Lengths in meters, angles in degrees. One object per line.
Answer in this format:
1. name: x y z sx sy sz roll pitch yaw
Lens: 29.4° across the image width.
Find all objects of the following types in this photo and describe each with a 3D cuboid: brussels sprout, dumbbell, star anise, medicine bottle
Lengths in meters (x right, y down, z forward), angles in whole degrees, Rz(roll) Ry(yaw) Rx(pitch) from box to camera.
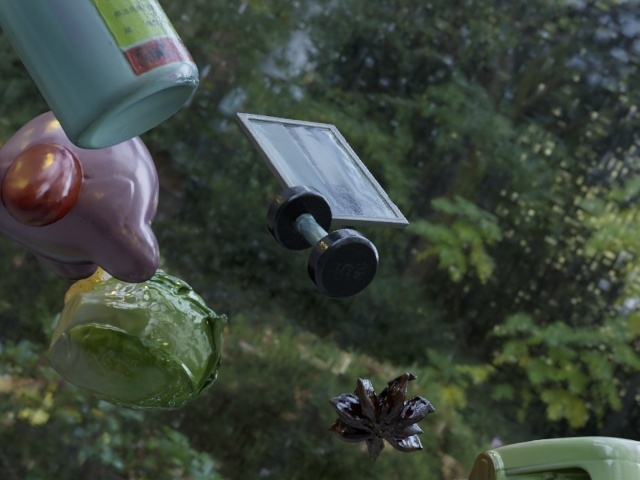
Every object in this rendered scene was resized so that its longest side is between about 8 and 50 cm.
1. brussels sprout: -0.278 0.159 1.945 0.294 0.227 0.259 15 -13 -23
2. dumbbell: 0.000 0.000 1.758 0.100 0.100 0.191 31 9 -35
3. star anise: 0.086 0.258 1.752 0.168 0.168 0.057 30 21 -17
4. medicine bottle: -0.224 -0.209 1.144 0.225 0.139 0.139 58 0 5

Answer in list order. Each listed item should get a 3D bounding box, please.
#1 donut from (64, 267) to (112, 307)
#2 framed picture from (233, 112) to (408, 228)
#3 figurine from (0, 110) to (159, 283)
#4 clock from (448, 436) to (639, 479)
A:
1. donut: -0.344 0.134 2.313 0.277 0.108 0.277 33 15 -10
2. framed picture: -0.001 -0.119 2.074 0.213 0.016 0.289 3 38 -36
3. figurine: -0.332 -0.077 1.610 0.269 0.211 0.261 -1 -23 42
4. clock: 0.373 0.392 1.884 0.348 0.117 0.286 -14 -27 35
